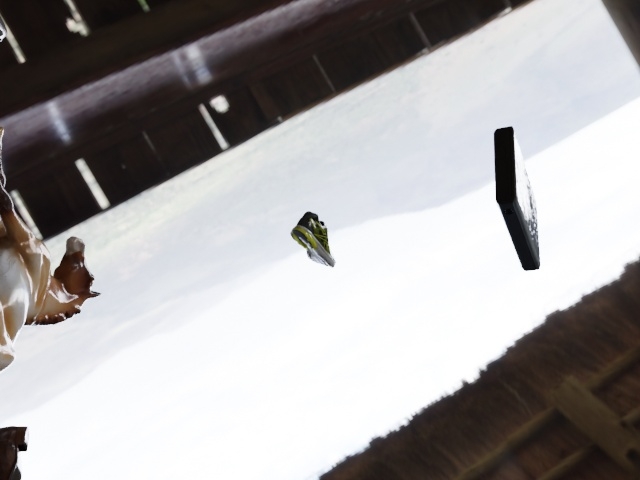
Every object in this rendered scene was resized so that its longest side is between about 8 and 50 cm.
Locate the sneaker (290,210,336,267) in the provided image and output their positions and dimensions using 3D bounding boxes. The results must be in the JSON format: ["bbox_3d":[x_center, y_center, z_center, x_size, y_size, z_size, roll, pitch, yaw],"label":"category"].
[{"bbox_3d":[0.000,0.000,0.829,0.031,0.083,0.035,17,-111,32],"label":"sneaker"}]

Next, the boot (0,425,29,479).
[{"bbox_3d":[-0.412,0.265,0.932,0.114,0.037,0.106,1,-140,-7],"label":"boot"}]

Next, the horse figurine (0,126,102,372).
[{"bbox_3d":[-0.226,0.023,0.525,0.066,0.174,0.263,-3,-156,3],"label":"horse figurine"}]

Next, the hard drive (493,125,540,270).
[{"bbox_3d":[0.206,-0.040,0.822,0.022,0.094,0.135,-8,146,21],"label":"hard drive"}]

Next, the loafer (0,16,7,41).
[{"bbox_3d":[-0.466,-0.297,0.911,0.134,0.130,0.366,-20,-154,-41],"label":"loafer"}]
